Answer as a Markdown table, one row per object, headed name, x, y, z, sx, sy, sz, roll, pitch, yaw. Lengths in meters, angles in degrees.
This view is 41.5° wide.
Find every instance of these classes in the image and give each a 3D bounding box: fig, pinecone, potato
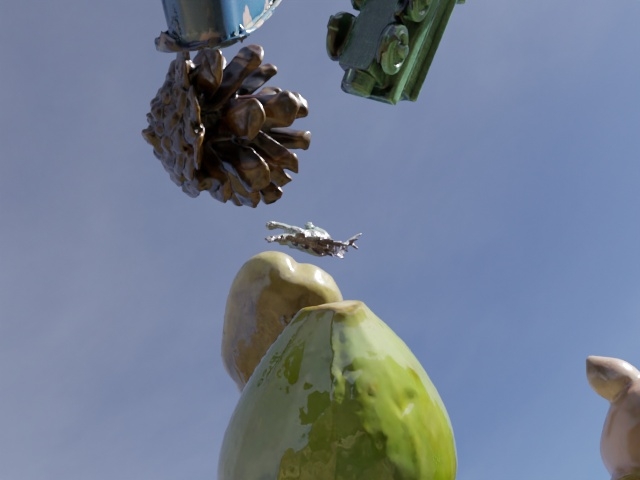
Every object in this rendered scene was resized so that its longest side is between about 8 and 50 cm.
| name | x | y | z | sx | sy | sz | roll | pitch | yaw |
| --- | --- | --- | --- | --- | --- | --- | --- | --- | --- |
| fig | 0.022 | 0.173 | 0.715 | 0.207 | 0.207 | 0.230 | 29 | -94 | -53 |
| pinecone | -0.112 | -0.142 | 1.039 | 0.201 | 0.229 | 0.203 | 22 | -85 | -24 |
| potato | -0.060 | 0.161 | 1.329 | 0.191 | 0.141 | 0.296 | 7 | -66 | 5 |

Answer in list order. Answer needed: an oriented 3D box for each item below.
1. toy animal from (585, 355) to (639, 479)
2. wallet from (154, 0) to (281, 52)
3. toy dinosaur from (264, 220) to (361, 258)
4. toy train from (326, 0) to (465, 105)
| name | x | y | z | sx | sy | sz | roll | pitch | yaw |
| --- | --- | --- | --- | --- | --- | --- | --- | --- | --- |
| toy animal | 0.301 | 0.236 | 0.745 | 0.149 | 0.165 | 0.248 | 46 | -125 | -51 |
| wallet | -0.070 | -0.211 | 0.454 | 0.059 | 0.141 | 0.202 | -4 | -66 | 11 |
| toy dinosaur | 0.000 | 0.002 | 1.197 | 0.209 | 0.082 | 0.039 | -1 | -73 | -53 |
| toy train | 0.069 | -0.187 | 0.689 | 0.111 | 0.071 | 0.171 | 32 | -100 | -59 |
